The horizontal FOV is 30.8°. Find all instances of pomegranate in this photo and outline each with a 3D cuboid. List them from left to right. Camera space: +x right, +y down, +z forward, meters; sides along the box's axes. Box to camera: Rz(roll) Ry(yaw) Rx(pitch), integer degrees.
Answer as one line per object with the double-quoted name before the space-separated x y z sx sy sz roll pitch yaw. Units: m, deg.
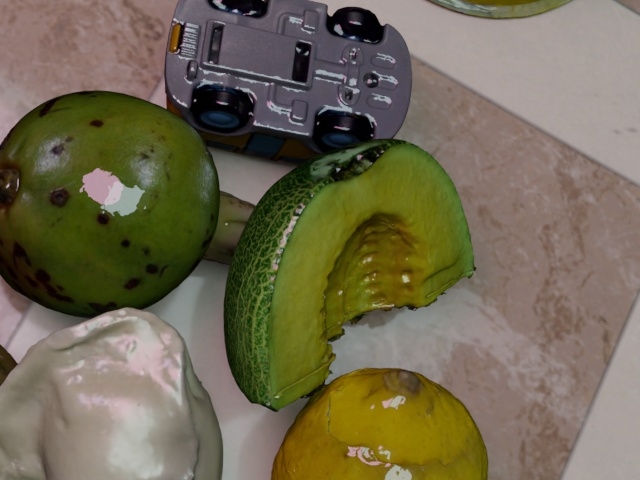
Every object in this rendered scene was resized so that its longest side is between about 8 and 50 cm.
"pomegranate" -0.157 -0.024 0.960 0.248 0.202 0.202 16 74 -41

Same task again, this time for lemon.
"lemon" 0.045 0.197 0.947 0.193 0.180 0.180 -43 91 18

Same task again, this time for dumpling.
"dumpling" -0.174 0.173 0.927 0.193 0.147 0.258 5 109 -3

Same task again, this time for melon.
"melon" 0.000 0.000 0.965 0.265 0.129 0.169 -30 124 -37

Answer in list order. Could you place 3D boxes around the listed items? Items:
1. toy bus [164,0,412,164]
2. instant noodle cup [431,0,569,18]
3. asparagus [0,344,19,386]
"toy bus" -0.035 -0.133 1.018 0.209 0.136 0.126 10 71 -11
"instant noodle cup" 0.192 -0.400 1.063 0.326 0.254 0.325 2 79 -11
"asparagus" -0.349 0.063 0.945 0.287 0.080 0.080 32 74 -6
